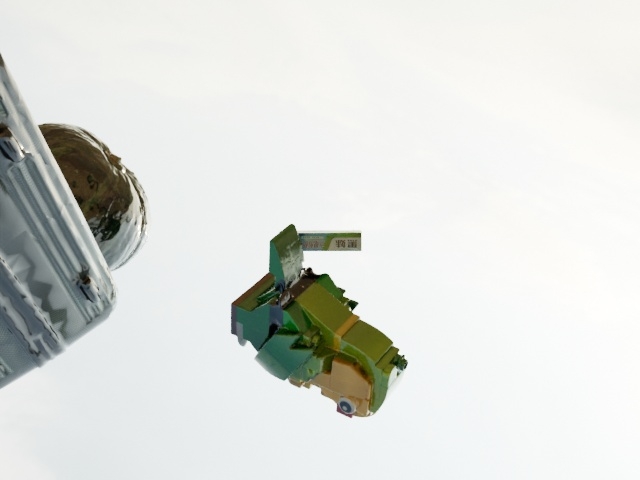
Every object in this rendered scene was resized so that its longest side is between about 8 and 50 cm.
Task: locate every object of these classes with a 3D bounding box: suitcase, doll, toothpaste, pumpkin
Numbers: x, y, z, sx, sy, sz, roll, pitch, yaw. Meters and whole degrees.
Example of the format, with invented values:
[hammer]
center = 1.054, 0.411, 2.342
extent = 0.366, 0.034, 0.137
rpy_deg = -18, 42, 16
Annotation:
[suitcase]
center = -0.240, -0.054, 0.537
extent = 0.128, 0.312, 0.202
rpy_deg = -34, -119, -15
[doll]
center = 0.000, 0.092, 0.899
extent = 0.186, 0.134, 0.106
rpy_deg = 44, -139, 5
[toothpaste]
center = 0.000, 0.000, 0.921
extent = 0.083, 0.020, 0.017
rpy_deg = 0, -170, 0
[pumpkin]
center = -0.268, -0.041, 0.970
extent = 0.146, 0.190, 0.190
rpy_deg = -42, -134, -10
